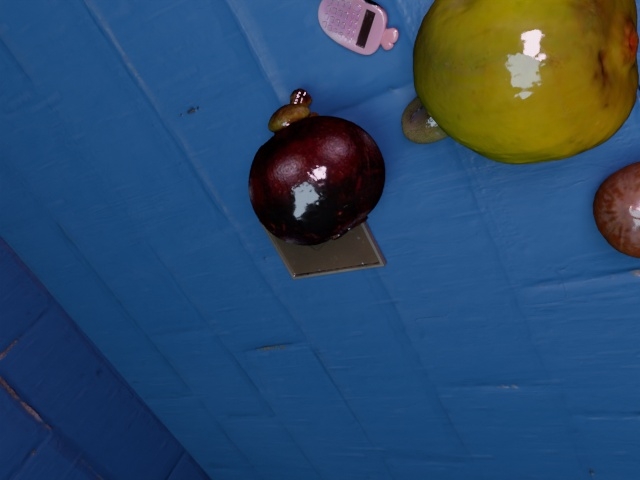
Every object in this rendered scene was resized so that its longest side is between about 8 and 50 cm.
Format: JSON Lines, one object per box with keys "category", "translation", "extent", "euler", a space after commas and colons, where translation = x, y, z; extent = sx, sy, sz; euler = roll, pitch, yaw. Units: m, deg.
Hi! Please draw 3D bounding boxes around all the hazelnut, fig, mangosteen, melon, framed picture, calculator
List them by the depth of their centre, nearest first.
{"category": "fig", "translation": [0.300, -0.277, 0.896], "extent": [0.344, 0.343, 0.343], "euler": [14, 131, 16]}
{"category": "hazelnut", "translation": [0.576, -0.059, 1.044], "extent": [0.182, 0.182, 0.182], "euler": [14, 131, 16]}
{"category": "calculator", "translation": [0.071, -0.413, 1.103], "extent": [0.166, 0.024, 0.103], "euler": [27, 133, 7]}
{"category": "melon", "translation": [0.229, -0.246, 1.109], "extent": [0.162, 0.099, 0.099], "euler": [-27, 111, 36]}
{"category": "mangosteen", "translation": [-0.018, -0.136, 1.199], "extent": [0.297, 0.297, 0.293], "euler": [-19, 118, 37]}
{"category": "framed picture", "translation": [0.000, 0.000, 1.481], "extent": [0.290, 0.020, 0.211], "euler": [-10, 121, 33]}
